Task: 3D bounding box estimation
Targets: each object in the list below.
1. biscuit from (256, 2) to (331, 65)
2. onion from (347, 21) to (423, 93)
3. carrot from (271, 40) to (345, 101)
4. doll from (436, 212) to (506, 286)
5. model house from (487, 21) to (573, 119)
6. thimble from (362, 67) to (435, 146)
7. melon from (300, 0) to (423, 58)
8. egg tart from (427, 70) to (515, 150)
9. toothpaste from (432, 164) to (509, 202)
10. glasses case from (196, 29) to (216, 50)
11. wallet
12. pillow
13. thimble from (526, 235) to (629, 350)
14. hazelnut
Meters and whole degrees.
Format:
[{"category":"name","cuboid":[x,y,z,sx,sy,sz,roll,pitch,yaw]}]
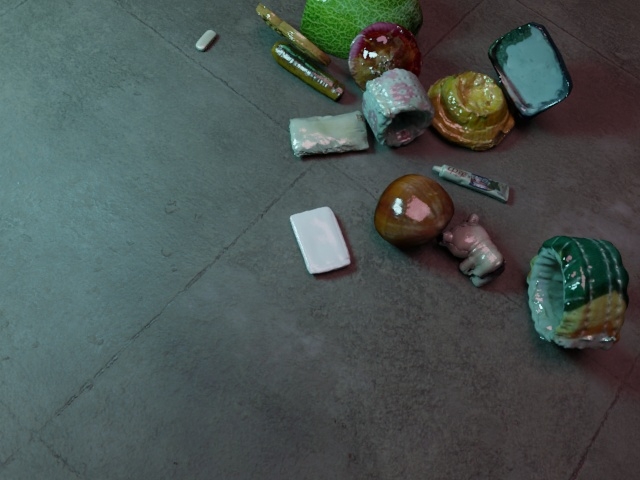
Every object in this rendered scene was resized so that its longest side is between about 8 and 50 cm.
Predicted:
[{"category":"biscuit","cuboid":[-0.083,-0.607,1.916,0.289,0.202,0.044,40,101,18]},{"category":"onion","cuboid":[0.193,-0.529,1.890,0.230,0.163,0.230,0,95,0]},{"category":"carrot","cuboid":[-0.036,-0.506,1.929,0.260,0.070,0.070,37,63,9]},{"category":"doll","cuboid":[0.408,0.023,1.713,0.149,0.095,0.192,-35,76,-21]},{"category":"model house","cuboid":[0.653,-0.536,1.971,0.253,0.184,0.291,57,31,-6]},{"category":"thimble","cuboid":[0.211,-0.374,1.818,0.185,0.211,0.149,-35,65,24]},{"category":"melon","cuboid":[0.146,-0.713,1.993,0.343,0.226,0.331,23,101,4]},{"category":"egg tart","cuboid":[0.457,-0.407,1.932,0.290,0.115,0.290,4,64,-8]},{"category":"toothpaste","cuboid":[0.432,-0.171,1.848,0.233,0.038,0.060,19,64,-2]},{"category":"glasses case","cuboid":[-0.346,-0.606,1.952,0.032,0.021,0.083,28,62,5]},{"category":"wallet","cuboid":[0.000,0.000,1.693,0.124,0.032,0.183,-15,68,-16]},{"category":"pillow","cuboid":[0.024,-0.305,1.842,0.229,0.051,0.128,-9,70,-13]},{"category":"thimble","cuboid":[0.636,0.133,1.601,0.167,0.254,0.288,3,65,-7]},{"category":"hazelnut","cuboid":[0.242,-0.074,1.679,0.214,0.176,0.214,-19,42,18]}]
